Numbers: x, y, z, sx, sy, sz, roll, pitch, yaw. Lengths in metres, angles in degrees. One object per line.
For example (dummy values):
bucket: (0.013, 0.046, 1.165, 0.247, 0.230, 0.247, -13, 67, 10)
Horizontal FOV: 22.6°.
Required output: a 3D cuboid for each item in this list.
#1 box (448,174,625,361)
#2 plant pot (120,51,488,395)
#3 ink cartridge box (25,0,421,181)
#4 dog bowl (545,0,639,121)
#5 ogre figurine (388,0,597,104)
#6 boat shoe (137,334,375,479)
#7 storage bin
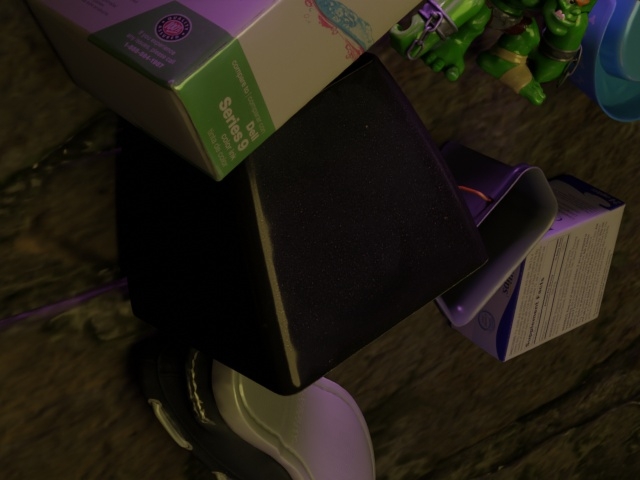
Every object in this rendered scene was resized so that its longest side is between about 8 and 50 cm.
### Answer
box: (0.194, 0.023, 1.437, 0.137, 0.072, 0.126, -20, 130, -39)
plant pot: (-0.029, -0.036, 1.076, 0.188, 0.187, 0.167, -34, 124, -27)
ink cartridge box: (-0.046, -0.159, 0.975, 0.212, 0.154, 0.093, -45, 141, -16)
dog bowl: (0.285, -0.249, 1.340, 0.166, 0.074, 0.297, 4, 114, -49)
ogre figurine: (0.147, -0.177, 1.230, 0.197, 0.097, 0.118, 17, 121, -29)
boat shoe: (-0.041, 0.150, 1.263, 0.302, 0.091, 0.114, 58, 39, -48)
storage bin: (0.109, -0.016, 1.301, 0.135, 0.091, 0.098, -50, 142, -10)
